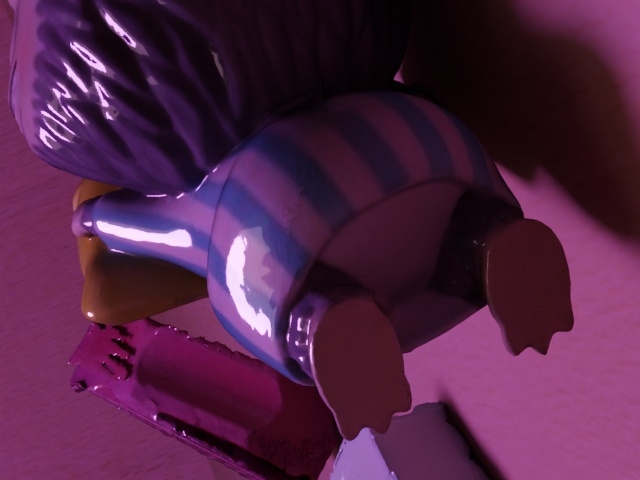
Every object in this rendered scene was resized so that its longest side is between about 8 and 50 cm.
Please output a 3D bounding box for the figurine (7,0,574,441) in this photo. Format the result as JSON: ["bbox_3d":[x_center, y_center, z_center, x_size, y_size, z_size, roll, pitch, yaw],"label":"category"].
[{"bbox_3d":[-0.053,-0.142,0.900,0.361,0.266,0.377,37,150,55],"label":"figurine"}]

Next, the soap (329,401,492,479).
[{"bbox_3d":[0.059,0.260,1.391,0.150,0.094,0.261,56,145,35],"label":"soap"}]

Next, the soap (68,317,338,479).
[{"bbox_3d":[-0.125,0.169,1.798,0.289,0.112,0.182,27,165,-10],"label":"soap"}]
